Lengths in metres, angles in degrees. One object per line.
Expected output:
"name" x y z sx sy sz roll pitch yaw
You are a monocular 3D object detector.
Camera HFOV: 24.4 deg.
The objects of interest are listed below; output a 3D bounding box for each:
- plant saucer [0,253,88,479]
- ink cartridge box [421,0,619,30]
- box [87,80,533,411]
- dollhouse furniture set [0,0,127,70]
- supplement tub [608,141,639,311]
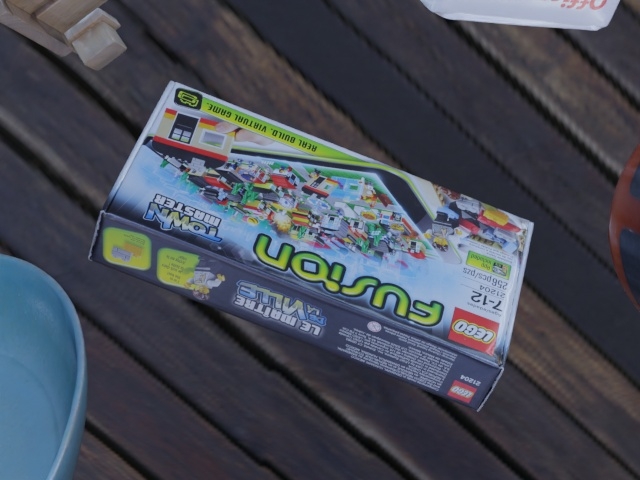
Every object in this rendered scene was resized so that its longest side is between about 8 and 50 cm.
"plant saucer" -0.218 0.122 0.547 0.317 0.317 0.043 -39 122 -18
"ink cartridge box" 0.186 -0.317 1.184 0.198 0.115 0.273 -1 128 -33
"box" 0.000 0.000 0.749 0.207 0.036 0.114 21 43 -2
"dollhouse furniture set" -0.155 -0.314 1.118 0.303 0.355 0.174 -35 80 5
"supplement tub" 0.180 0.012 0.496 0.106 0.198 0.106 -3 104 -12
